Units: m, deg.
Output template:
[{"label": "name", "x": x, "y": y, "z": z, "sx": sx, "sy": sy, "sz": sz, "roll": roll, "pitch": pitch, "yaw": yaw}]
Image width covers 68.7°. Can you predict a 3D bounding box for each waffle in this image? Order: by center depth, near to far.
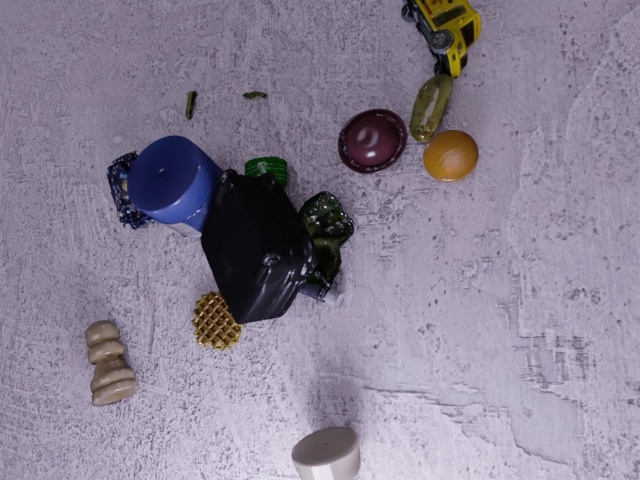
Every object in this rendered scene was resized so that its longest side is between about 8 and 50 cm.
[{"label": "waffle", "x": -0.314, "y": 0.245, "z": 1.423, "sx": 0.191, "sy": 0.038, "sz": 0.190, "roll": -3, "pitch": 81, "yaw": 20}]

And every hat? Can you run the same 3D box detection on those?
[{"label": "hat", "x": 0.139, "y": -0.284, "z": 1.310, "sx": 0.206, "sy": 0.089, "sz": 0.205, "roll": -4, "pitch": 80, "yaw": 21}]

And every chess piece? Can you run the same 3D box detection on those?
[{"label": "chess piece", "x": -0.686, "y": 0.381, "z": 1.498, "sx": 0.143, "sy": 0.143, "sz": 0.260, "roll": -32, "pitch": 68, "yaw": 13}]

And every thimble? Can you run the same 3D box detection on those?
[{"label": "thimble", "x": -0.165, "y": -0.196, "z": 1.398, "sx": 0.130, "sy": 0.118, "sz": 0.090, "roll": -12, "pitch": 80, "yaw": 46}]

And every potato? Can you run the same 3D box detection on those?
[{"label": "potato", "x": 0.296, "y": -0.355, "z": 1.264, "sx": 0.085, "sy": 0.105, "sz": 0.187, "roll": 18, "pitch": 90, "yaw": -20}]

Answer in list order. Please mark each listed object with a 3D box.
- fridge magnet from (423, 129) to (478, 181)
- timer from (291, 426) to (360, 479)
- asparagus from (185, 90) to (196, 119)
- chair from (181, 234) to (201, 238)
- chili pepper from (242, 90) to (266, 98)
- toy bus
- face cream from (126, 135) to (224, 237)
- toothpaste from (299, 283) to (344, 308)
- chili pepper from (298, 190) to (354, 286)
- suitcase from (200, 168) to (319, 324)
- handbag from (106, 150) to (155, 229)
[{"label": "fridge magnet", "x": 0.344, "y": -0.222, "z": 1.237, "sx": 0.143, "sy": 0.063, "sz": 0.142, "roll": -4, "pitch": 79, "yaw": 22}, {"label": "timer", "x": 0.040, "y": 0.638, "z": 1.184, "sx": 0.176, "sy": 0.175, "sz": 0.265, "roll": -12, "pitch": 94, "yaw": 19}, {"label": "asparagus", "x": -0.442, "y": -0.463, "z": 1.595, "sx": 0.025, "sy": 0.021, "sz": 0.108, "roll": 6, "pitch": 84, "yaw": 21}, {"label": "chair", "x": -0.427, "y": -0.026, "z": 1.510, "sx": 0.042, "sy": 0.037, "sz": 0.086, "roll": -45, "pitch": 65, "yaw": -4}, {"label": "chili pepper", "x": -0.213, "y": -0.470, "z": 1.510, "sx": 0.084, "sy": 0.022, "sz": 0.027, "roll": 5, "pitch": 82, "yaw": 17}, {"label": "toy bus", "x": 0.324, "y": -0.602, "z": 1.264, "sx": 0.152, "sy": 0.144, "sz": 0.329, "roll": -26, "pitch": 71, "yaw": 11}, {"label": "face cream", "x": -0.410, "y": -0.155, "z": 1.410, "sx": 0.249, "sy": 0.225, "sz": 0.248, "roll": -7, "pitch": 69, "yaw": 18}, {"label": "toothpaste", "x": -0.023, "y": 0.131, "z": 1.332, "sx": 0.194, "sy": 0.045, "sz": 0.071, "roll": 22, "pitch": 81, "yaw": 29}, {"label": "chili pepper", "x": 0.005, "y": -0.002, "z": 1.314, "sx": 0.148, "sy": 0.116, "sz": 0.264, "roll": -1, "pitch": 81, "yaw": 37}, {"label": "suitcase", "x": -0.185, "y": 0.024, "z": 1.277, "sx": 0.345, "sy": 0.189, "sz": 0.339, "roll": 58, "pitch": 133, "yaw": 28}, {"label": "handbag", "x": -0.626, "y": -0.170, "z": 1.570, "sx": 0.162, "sy": 0.113, "sz": 0.260, "roll": -23, "pitch": 81, "yaw": 23}]
